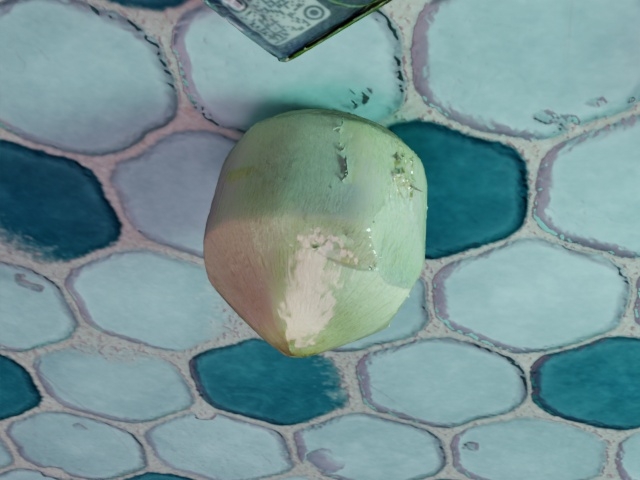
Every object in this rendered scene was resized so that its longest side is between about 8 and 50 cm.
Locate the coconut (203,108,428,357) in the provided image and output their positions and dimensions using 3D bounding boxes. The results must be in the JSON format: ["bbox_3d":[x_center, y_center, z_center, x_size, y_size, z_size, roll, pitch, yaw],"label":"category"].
[{"bbox_3d":[0.000,0.000,0.854,0.171,0.182,0.171,4,146,3],"label":"coconut"}]

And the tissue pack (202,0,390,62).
[{"bbox_3d":[0.005,-0.213,0.665,0.236,0.073,0.173,-27,131,37],"label":"tissue pack"}]
